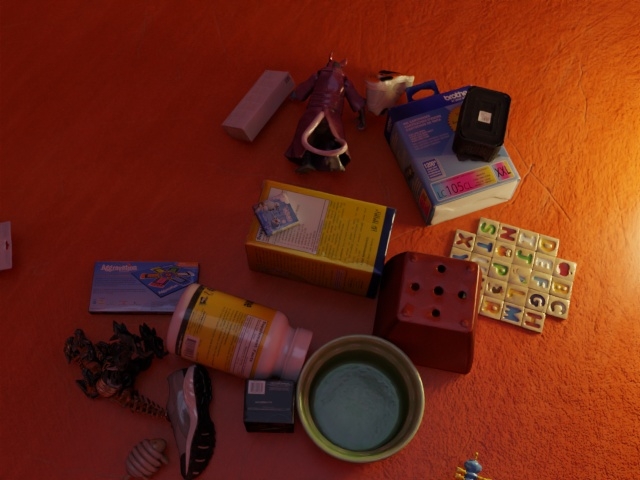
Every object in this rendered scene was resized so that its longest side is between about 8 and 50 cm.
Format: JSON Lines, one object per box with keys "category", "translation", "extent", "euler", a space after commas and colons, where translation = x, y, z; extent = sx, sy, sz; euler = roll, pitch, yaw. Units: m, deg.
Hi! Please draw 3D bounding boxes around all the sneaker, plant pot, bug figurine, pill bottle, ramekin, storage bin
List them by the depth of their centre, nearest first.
{"category": "bug figurine", "translation": [0.425, 0.643, 1.627], "extent": [0.279, 0.072, 0.216], "euler": [23, 74, 3]}
{"category": "ramekin", "translation": [0.092, 0.393, 1.687], "extent": [0.303, 0.148, 0.303], "euler": [1, 67, -1]}
{"category": "sneaker", "translation": [-0.326, 0.446, 1.696], "extent": [0.108, 0.100, 0.272], "euler": [-13, 68, 20]}
{"category": "pill bottle", "translation": [-0.196, 0.242, 1.722], "extent": [0.334, 0.188, 0.188], "euler": [18, 67, 2]}
{"category": "plant pot", "translation": [0.280, 0.160, 1.739], "extent": [0.267, 0.236, 0.267], "euler": [10, 68, 4]}
{"category": "storage bin", "translation": [0.438, -0.317, 1.879], "extent": [0.122, 0.084, 0.180], "euler": [15, 65, 3]}
{"category": "sneaker", "translation": [0.196, -0.435, 2.051], "extent": [0.099, 0.121, 0.262], "euler": [18, 25, 26]}

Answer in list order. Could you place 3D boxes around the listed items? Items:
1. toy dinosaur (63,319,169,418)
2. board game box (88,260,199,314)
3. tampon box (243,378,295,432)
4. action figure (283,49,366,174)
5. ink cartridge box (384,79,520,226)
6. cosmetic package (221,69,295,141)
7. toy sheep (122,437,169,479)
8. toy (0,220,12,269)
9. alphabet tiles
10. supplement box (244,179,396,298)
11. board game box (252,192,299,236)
{"category": "toy dinosaur", "translation": [-0.498, 0.322, 1.729], "extent": [0.322, 0.164, 0.218], "euler": [36, 93, -1]}
{"category": "board game box", "translation": [-0.471, 0.127, 1.857], "extent": [0.281, 0.027, 0.145], "euler": [1, 68, -1]}
{"category": "tampon box", "translation": [-0.121, 0.402, 1.671], "extent": [0.120, 0.161, 0.101], "euler": [2, 66, -2]}
{"category": "action figure", "translation": [0.000, -0.379, 1.969], "extent": [0.248, 0.276, 0.370], "euler": [8, 80, 9]}
{"category": "ink cartridge box", "translation": [0.356, -0.271, 1.985], "extent": [0.270, 0.151, 0.395], "euler": [-18, 67, -9]}
{"category": "cosmetic package", "translation": [-0.182, -0.403, 2.058], "extent": [0.099, 0.060, 0.239], "euler": [18, 64, 38]}
{"category": "toy sheep", "translation": [-0.420, 0.527, 1.655], "extent": [0.091, 0.091, 0.132], "euler": [40, 77, 15]}
{"category": "toy", "translation": [-0.940, 0.041, 1.869], "extent": [0.237, 0.056, 0.137], "euler": [-11, 71, -1]}
{"category": "alphabet tiles", "translation": [0.521, 0.090, 1.903], "extent": [0.342, 0.011, 0.285], "euler": [17, 67, 6]}
{"category": "supplement box", "translation": [0.000, 0.000, 1.831], "extent": [0.356, 0.195, 0.194], "euler": [13, 67, 4]}
{"category": "board game box", "translation": [-0.113, -0.065, 1.739], "extent": [0.090, 0.020, 0.090], "euler": [-24, 69, -13]}
